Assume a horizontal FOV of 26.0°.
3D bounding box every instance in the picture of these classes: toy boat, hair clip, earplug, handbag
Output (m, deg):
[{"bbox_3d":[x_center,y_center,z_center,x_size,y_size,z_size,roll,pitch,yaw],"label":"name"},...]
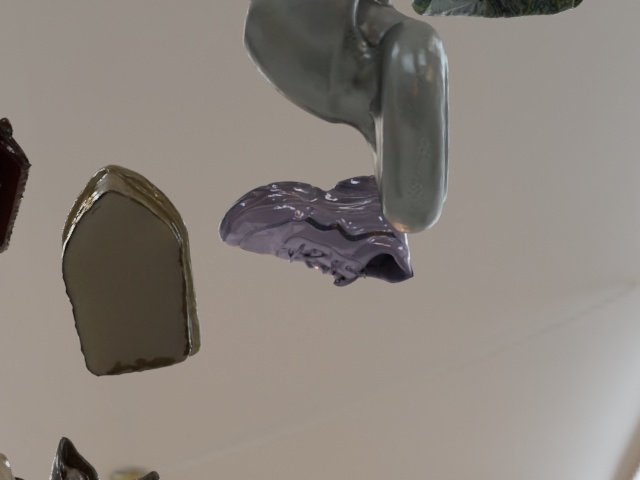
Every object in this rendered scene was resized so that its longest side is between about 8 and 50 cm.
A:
[{"bbox_3d":[-0.173,0.028,1.237,0.116,0.061,0.188,-9,-78,-1],"label":"toy boat"},{"bbox_3d":[0.154,-0.218,1.184,0.229,0.036,0.066,-16,-57,-39],"label":"hair clip"},{"bbox_3d":[0.045,-0.158,1.416,0.175,0.325,0.214,-27,-23,-10],"label":"earplug"},{"bbox_3d":[-0.476,-0.120,1.777,0.084,0.260,0.275,-25,-14,-31],"label":"handbag"}]

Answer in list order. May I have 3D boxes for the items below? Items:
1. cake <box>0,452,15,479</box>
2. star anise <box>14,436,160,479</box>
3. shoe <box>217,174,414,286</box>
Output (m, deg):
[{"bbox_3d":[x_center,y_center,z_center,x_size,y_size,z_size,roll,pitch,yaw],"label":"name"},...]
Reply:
[{"bbox_3d":[-0.447,0.217,1.107,0.321,0.332,0.332,-41,-41,-4],"label":"cake"},{"bbox_3d":[-0.229,0.305,1.322,0.223,0.236,0.109,-7,-41,-48],"label":"star anise"},{"bbox_3d":[0.000,0.000,1.675,0.245,0.137,0.095,-7,-34,-25],"label":"shoe"}]
